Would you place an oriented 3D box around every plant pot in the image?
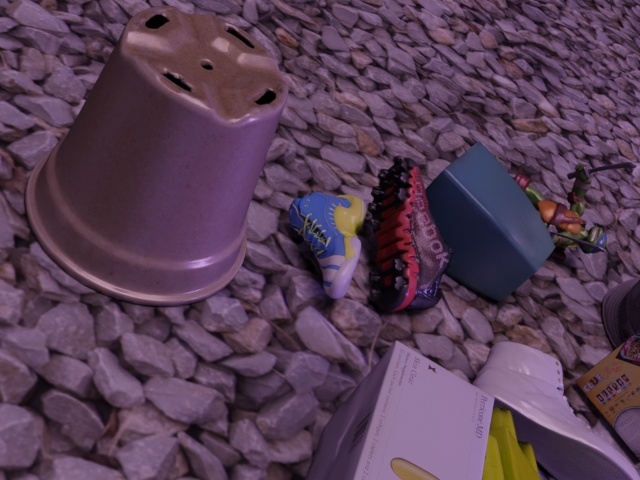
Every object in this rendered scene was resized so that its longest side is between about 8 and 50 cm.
[{"bbox_3d":[0.288,-0.021,1.480,0.234,0.165,0.166,45,40,6],"label":"plant pot"},{"bbox_3d":[-0.204,-0.133,1.136,0.334,0.305,0.333,19,41,-17],"label":"plant pot"}]

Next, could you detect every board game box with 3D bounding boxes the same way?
[{"bbox_3d":[0.561,0.219,1.341,0.042,0.243,0.165,6,43,-56],"label":"board game box"}]

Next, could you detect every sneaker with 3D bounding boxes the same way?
[{"bbox_3d":[0.153,-0.005,1.380,0.135,0.098,0.276,18,62,-32],"label":"sneaker"},{"bbox_3d":[0.000,0.000,1.326,0.126,0.091,0.240,16,33,-2],"label":"sneaker"},{"bbox_3d":[0.374,0.266,1.272,0.292,0.108,0.169,34,42,4],"label":"sneaker"}]

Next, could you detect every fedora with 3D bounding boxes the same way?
[{"bbox_3d":[0.659,0.129,1.532,0.244,0.124,0.275,0,45,5],"label":"fedora"}]

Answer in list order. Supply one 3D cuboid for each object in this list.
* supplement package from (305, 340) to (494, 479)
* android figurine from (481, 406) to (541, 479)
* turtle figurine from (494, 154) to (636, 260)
[{"bbox_3d":[0.075,0.291,0.963,0.145,0.204,0.262,30,38,-4],"label":"supplement package"},{"bbox_3d":[0.254,0.354,1.046,0.248,0.056,0.273,54,25,-35],"label":"android figurine"},{"bbox_3d":[0.440,-0.086,1.588,0.266,0.197,0.274,23,-6,15],"label":"turtle figurine"}]
